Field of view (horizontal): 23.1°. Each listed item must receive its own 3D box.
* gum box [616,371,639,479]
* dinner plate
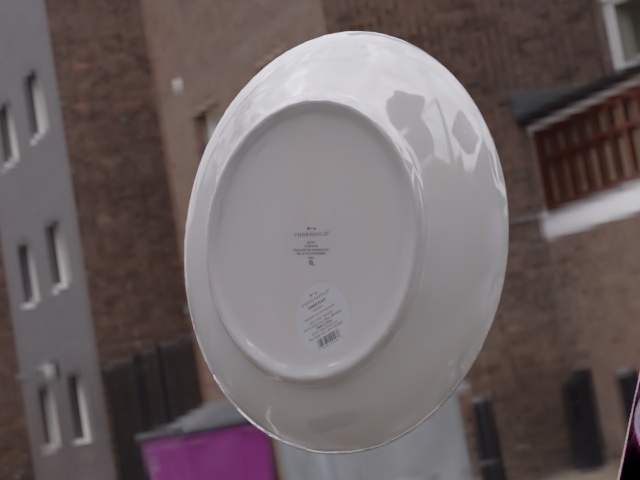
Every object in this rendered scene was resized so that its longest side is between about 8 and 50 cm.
[{"bbox_3d":[0.189,0.160,0.849,0.062,0.188,0.107,12,3,16],"label":"gum box"},{"bbox_3d":[0.000,0.000,0.517,0.141,0.141,0.017,-15,-13,40],"label":"dinner plate"}]
